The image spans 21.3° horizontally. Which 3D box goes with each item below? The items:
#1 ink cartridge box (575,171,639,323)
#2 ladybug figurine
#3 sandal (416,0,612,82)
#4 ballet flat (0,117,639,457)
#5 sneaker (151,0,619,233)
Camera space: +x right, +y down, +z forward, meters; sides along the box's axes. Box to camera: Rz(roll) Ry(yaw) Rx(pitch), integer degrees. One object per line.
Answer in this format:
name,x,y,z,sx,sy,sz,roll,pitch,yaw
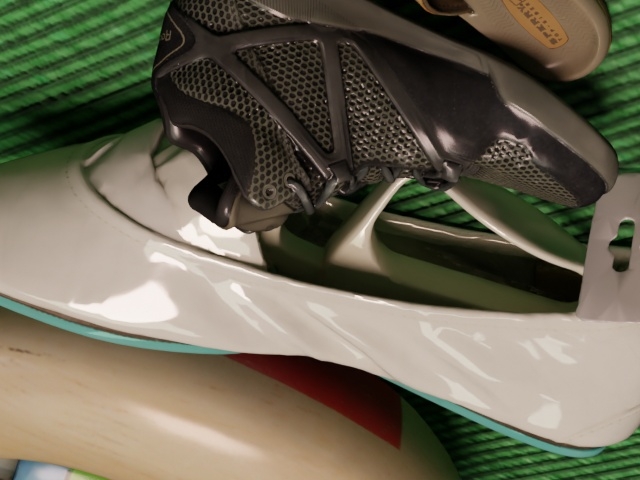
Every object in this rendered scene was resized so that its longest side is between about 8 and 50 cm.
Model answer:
ink cartridge box,0.211,-0.016,0.796,0.181,0.104,0.061,-1,138,20
ladybug figurine,-0.105,0.129,1.041,0.449,0.162,0.305,23,142,-9
sandal,0.064,-0.123,0.764,0.180,0.049,0.072,39,137,-25
ballet flat,0.000,0.000,0.896,0.400,0.139,0.139,16,142,-6
sneaker,0.023,-0.041,0.804,0.228,0.130,0.087,24,170,-9
